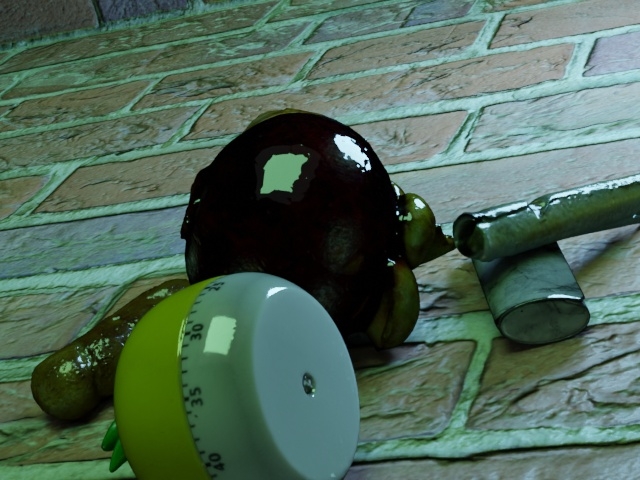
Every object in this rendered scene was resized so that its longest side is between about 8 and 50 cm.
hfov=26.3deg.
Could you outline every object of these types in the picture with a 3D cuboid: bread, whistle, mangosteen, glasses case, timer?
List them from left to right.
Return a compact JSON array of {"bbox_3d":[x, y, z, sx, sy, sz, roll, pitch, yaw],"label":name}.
[{"bbox_3d":[-0.250,0.126,1.841,0.124,0.084,0.344,5,30,41],"label":"bread"},{"bbox_3d":[-0.123,0.176,1.431,0.285,0.285,0.285,-14,23,6],"label":"timer"},{"bbox_3d":[0.000,0.000,1.722,0.347,0.307,0.307,14,22,-7],"label":"mangosteen"},{"bbox_3d":[0.252,0.037,1.730,0.114,0.060,0.299,-9,23,0],"label":"glasses case"},{"bbox_3d":[0.306,-0.031,1.744,0.326,0.068,0.057,-12,4,-35],"label":"whistle"}]

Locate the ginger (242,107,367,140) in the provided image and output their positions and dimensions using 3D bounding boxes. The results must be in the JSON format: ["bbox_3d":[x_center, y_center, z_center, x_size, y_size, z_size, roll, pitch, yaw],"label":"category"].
[{"bbox_3d":[-0.052,-0.064,2.003,0.223,0.200,0.269,138,153,-70],"label":"ginger"}]
